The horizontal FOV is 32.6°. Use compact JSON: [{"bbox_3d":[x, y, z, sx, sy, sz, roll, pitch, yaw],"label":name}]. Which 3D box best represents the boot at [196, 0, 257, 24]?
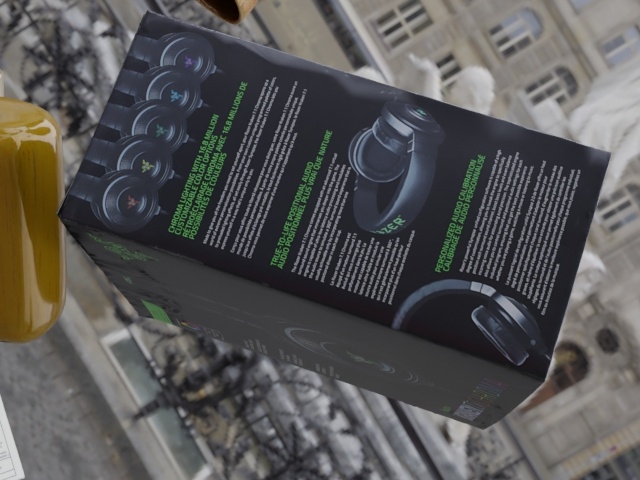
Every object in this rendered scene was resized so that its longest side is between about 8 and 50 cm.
[{"bbox_3d":[-0.026,-0.258,0.840,0.104,0.211,0.295,18,-7,30],"label":"boot"}]

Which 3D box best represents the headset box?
[{"bbox_3d":[0.000,0.000,0.675,0.283,0.131,0.246,18,-14,5],"label":"headset box"}]

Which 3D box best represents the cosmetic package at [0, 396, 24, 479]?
[{"bbox_3d":[-0.529,0.209,1.471,0.153,0.129,0.296,-12,82,-45],"label":"cosmetic package"}]

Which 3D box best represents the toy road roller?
[{"bbox_3d":[-0.267,-0.033,0.756,0.329,0.241,0.202,-57,152,-69],"label":"toy road roller"}]
